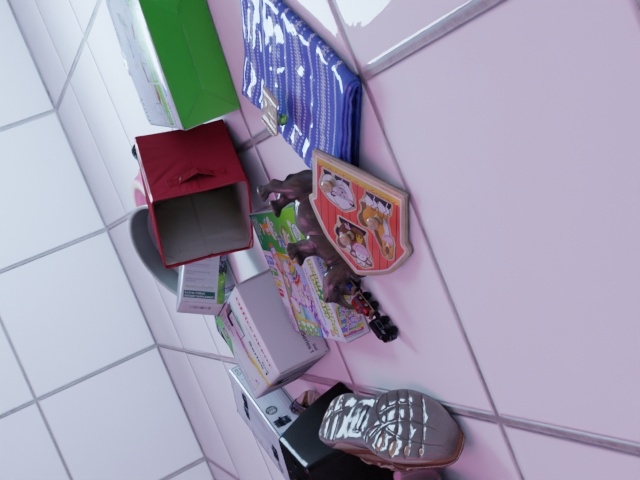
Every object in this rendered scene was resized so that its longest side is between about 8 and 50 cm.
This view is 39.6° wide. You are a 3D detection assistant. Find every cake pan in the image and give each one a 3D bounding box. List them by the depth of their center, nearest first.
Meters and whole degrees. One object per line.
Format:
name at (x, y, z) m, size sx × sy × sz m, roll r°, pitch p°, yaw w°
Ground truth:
cake pan at (-0.345, 0.024, 2.177) m, size 0.293 × 0.054 × 0.293 m, roll 24°, pitch 138°, yaw 24°

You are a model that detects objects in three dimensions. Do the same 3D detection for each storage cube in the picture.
storage cube at (-0.244, -0.094, 1.723) m, size 0.215 × 0.183 × 0.193 m, roll 89°, pitch 163°, yaw -47°

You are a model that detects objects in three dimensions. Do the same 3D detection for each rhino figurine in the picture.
rhino figurine at (0.000, 0.000, 1.406) m, size 0.243 × 0.106 × 0.073 m, roll 64°, pitch -170°, yaw 3°

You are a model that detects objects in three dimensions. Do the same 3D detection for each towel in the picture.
towel at (-0.041, -0.229, 1.339) m, size 0.336 × 0.040 × 0.243 m, roll 51°, pitch 154°, yaw 35°

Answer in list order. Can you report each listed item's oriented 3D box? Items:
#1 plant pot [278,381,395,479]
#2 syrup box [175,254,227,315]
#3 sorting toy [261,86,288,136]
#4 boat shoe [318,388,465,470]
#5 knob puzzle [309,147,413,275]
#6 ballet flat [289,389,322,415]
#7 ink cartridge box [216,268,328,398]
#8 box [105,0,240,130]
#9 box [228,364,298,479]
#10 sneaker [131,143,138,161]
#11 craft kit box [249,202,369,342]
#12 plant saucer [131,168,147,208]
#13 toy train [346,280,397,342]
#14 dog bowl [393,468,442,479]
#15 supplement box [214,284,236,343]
plant pot at (0.029, 0.412, 1.678) m, size 0.188 × 0.167 × 0.187 m, roll 33°, pitch 141°, yaw 57°
syrup box at (-0.251, 0.034, 1.903) m, size 0.096 × 0.093 × 0.237 m, roll 127°, pitch 147°, yaw -66°
sorting toy at (-0.071, -0.195, 1.388) m, size 0.083 × 0.012 × 0.062 m, roll 54°, pitch 150°, yaw 41°
boat shoe at (0.129, 0.316, 1.442) m, size 0.116 × 0.123 × 0.324 m, roll 38°, pitch 160°, yaw -24°
knob puzzle at (0.050, -0.019, 1.284) m, size 0.213 × 0.030 × 0.213 m, roll 32°, pitch 142°, yaw 29°
ballet flat at (-0.013, 0.349, 1.879) m, size 0.188 × 0.070 × 0.070 m, roll 6°, pitch 118°, yaw 64°
ink cartridge box at (-0.107, 0.194, 1.838) m, size 0.201 × 0.117 × 0.278 m, roll 62°, pitch 158°, yaw 11°
box at (-0.283, -0.351, 1.665) m, size 0.231 × 0.127 × 0.262 m, roll 19°, pitch 130°, yaw 63°
box at (-0.112, 0.433, 2.150) m, size 0.290 × 0.087 × 0.169 m, roll 43°, pitch 149°, yaw 45°
sneaker at (-0.355, -0.150, 2.136) m, size 0.262 × 0.104 × 0.125 m, roll 52°, pitch 173°, yaw 42°
craft kit box at (-0.026, 0.052, 1.585) m, size 0.246 × 0.061 × 0.250 m, roll -6°, pitch 107°, yaw 65°
plant saucer at (-0.413, -0.056, 2.355) m, size 0.332 × 0.084 × 0.332 m, roll 50°, pitch 154°, yaw 37°
toy train at (0.069, 0.103, 1.430) m, size 0.158 × 0.036 × 0.027 m, roll 53°, pitch 156°, yaw 31°
dog bowl at (0.081, 0.514, 1.449) m, size 0.102 × 0.349 × 0.349 m, roll 53°, pitch 159°, yaw 0°
supplement box at (-0.171, 0.229, 2.090) m, size 0.239 × 0.073 × 0.130 m, roll 48°, pitch 154°, yaw 41°
